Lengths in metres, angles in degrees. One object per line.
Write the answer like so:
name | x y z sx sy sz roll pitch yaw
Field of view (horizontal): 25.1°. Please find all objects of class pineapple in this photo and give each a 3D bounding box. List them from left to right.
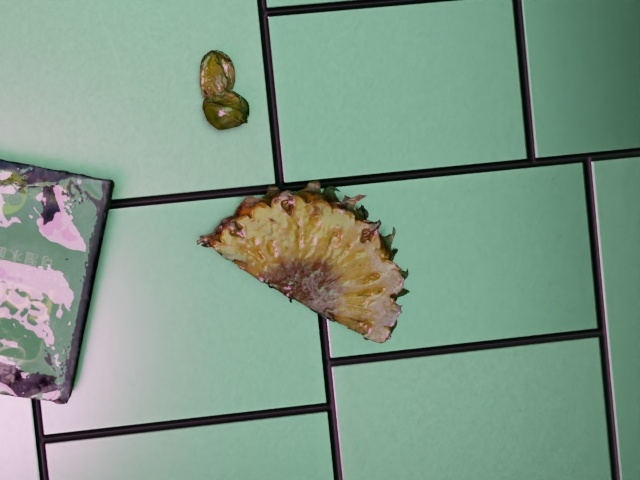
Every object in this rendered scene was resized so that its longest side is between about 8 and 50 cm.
pineapple | 0.000 0.000 1.488 0.233 0.079 0.135 27 97 -12

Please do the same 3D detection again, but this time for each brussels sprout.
brussels sprout | -0.101 -0.153 1.485 0.046 0.051 0.083 2 65 -34

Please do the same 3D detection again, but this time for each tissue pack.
tissue pack | -0.315 0.036 1.455 0.173 0.073 0.235 12 90 -5
